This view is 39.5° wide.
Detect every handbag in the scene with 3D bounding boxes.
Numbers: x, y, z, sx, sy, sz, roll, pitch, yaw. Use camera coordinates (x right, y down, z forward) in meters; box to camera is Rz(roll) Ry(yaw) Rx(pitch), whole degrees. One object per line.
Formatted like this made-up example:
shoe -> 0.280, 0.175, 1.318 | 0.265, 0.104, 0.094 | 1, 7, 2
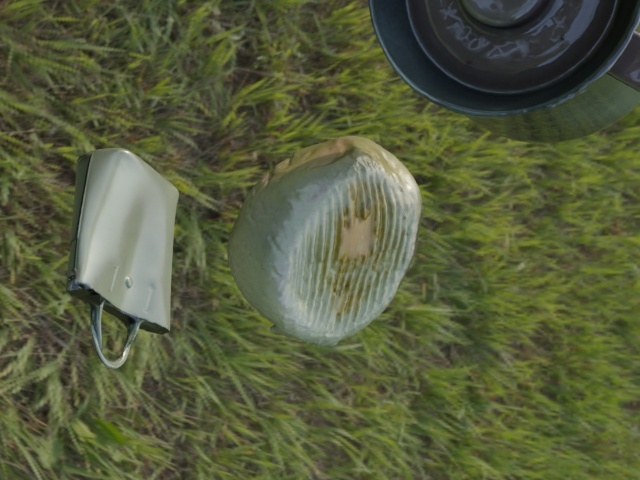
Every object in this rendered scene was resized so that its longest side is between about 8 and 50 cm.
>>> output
handbag -> -0.290, 0.033, 1.346 | 0.241, 0.109, 0.316 | 42, 38, -57

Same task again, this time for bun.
bun -> 0.000, 0.000, 1.023 | 0.243, 0.153, 0.244 | -16, 121, -28

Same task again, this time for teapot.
teapot -> 0.201, -0.192, 0.773 | 0.253, 0.300, 0.344 | -60, 166, 19
